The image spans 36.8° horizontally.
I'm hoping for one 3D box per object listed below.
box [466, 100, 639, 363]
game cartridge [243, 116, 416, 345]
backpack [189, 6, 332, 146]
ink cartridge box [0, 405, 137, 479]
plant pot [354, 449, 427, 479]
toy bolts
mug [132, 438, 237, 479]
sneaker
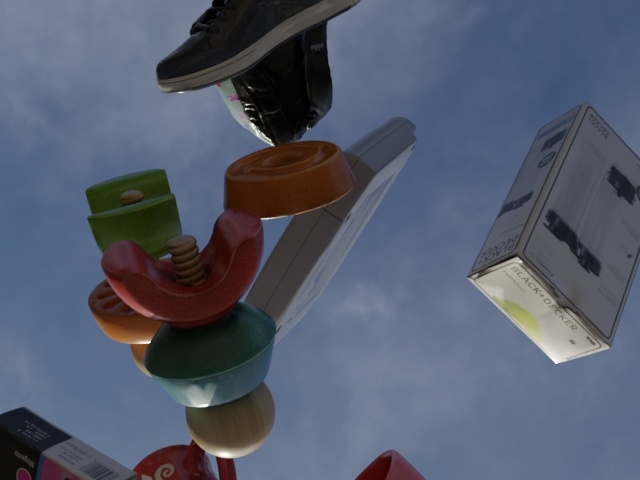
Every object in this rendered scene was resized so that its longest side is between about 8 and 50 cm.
[{"bbox_3d":[0.309,-0.014,1.186,0.169,0.290,0.087,42,-38,-15],"label":"box"},{"bbox_3d":[0.000,0.000,1.120,0.062,0.198,0.297,38,-60,11],"label":"game cartridge"},{"bbox_3d":[-0.061,-0.203,1.122,0.152,0.182,0.115,-32,-136,-8],"label":"backpack"},{"bbox_3d":[-0.322,0.391,1.091,0.176,0.069,0.371,22,-70,25],"label":"ink cartridge box"},{"bbox_3d":[0.109,0.438,1.196,0.243,0.275,0.275,36,-78,1],"label":"plant pot"},{"bbox_3d":[-0.061,0.042,0.689,0.218,0.228,0.158,-14,-69,-6],"label":"toy bolts"},{"bbox_3d":[-0.143,0.312,1.083,0.169,0.113,0.150,43,-40,49],"label":"mug"},{"bbox_3d":[-0.084,-0.250,0.898,0.226,0.086,0.163,-35,-60,-17],"label":"sneaker"}]
